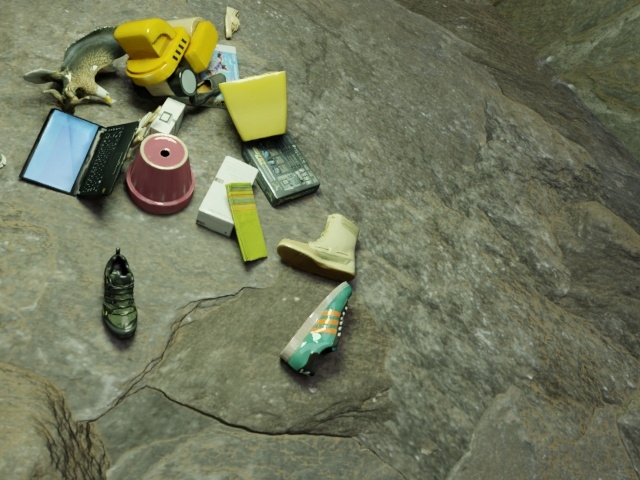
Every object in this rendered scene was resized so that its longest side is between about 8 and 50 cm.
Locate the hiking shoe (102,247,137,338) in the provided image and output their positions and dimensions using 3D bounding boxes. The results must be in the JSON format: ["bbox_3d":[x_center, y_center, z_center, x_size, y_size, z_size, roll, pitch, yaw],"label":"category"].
[{"bbox_3d":[-0.518,0.135,1.250,0.086,0.114,0.227,-8,65,-25],"label":"hiking shoe"}]

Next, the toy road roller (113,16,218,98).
[{"bbox_3d":[-0.493,-0.620,1.542,0.202,0.241,0.330,5,62,22],"label":"toy road roller"}]

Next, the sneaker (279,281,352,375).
[{"bbox_3d":[0.016,0.254,1.406,0.121,0.108,0.302,40,63,3],"label":"sneaker"}]

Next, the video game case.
[{"bbox_3d":[-0.418,-0.600,1.758,0.244,0.061,0.270,0,62,-21],"label":"video game case"}]

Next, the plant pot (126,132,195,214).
[{"bbox_3d":[-0.463,-0.208,1.435,0.201,0.180,0.202,10,57,-16],"label":"plant pot"}]

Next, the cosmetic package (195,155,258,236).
[{"bbox_3d":[-0.289,-0.140,1.524,0.117,0.085,0.231,22,54,-9],"label":"cosmetic package"}]

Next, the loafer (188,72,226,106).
[{"bbox_3d":[-0.375,-0.521,1.656,0.062,0.061,0.170,36,59,-3],"label":"loafer"}]

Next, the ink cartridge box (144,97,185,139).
[{"bbox_3d":[-0.496,-0.351,1.552,0.060,0.104,0.180,23,56,-11],"label":"ink cartridge box"}]

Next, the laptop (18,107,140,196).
[{"bbox_3d":[-0.671,-0.253,1.365,0.136,0.264,0.235,35,65,-50],"label":"laptop"}]

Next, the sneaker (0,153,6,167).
[{"bbox_3d":[-0.945,-0.216,1.310,0.170,0.075,0.063,-21,71,-30],"label":"sneaker"}]

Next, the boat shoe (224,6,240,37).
[{"bbox_3d":[-0.349,-0.865,1.939,0.059,0.063,0.170,4,59,-13],"label":"boat shoe"}]

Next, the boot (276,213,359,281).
[{"bbox_3d":[0.000,0.000,1.549,0.261,0.095,0.204,19,56,-12],"label":"boot"}]

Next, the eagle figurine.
[{"bbox_3d":[-0.727,-0.518,1.511,0.226,0.225,0.299,9,68,7],"label":"eagle figurine"}]

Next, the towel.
[{"bbox_3d":[-0.218,-0.060,1.469,0.102,0.021,0.238,-14,90,-52],"label":"towel"}]

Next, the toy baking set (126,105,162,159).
[{"bbox_3d":[-0.550,-0.317,1.474,0.030,0.256,0.197,43,71,-30],"label":"toy baking set"}]

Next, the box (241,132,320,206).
[{"bbox_3d":[-0.135,-0.244,1.661,0.183,0.059,0.233,-23,72,-32],"label":"box"}]

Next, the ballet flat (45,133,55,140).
[{"bbox_3d":[-0.727,-0.302,1.464,0.173,0.049,0.058,-16,68,-29],"label":"ballet flat"}]

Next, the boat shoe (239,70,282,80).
[{"bbox_3d":[-0.219,-0.595,1.841,0.177,0.064,0.060,-23,102,-30],"label":"boat shoe"}]

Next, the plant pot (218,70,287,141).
[{"bbox_3d":[-0.207,-0.435,1.625,0.212,0.212,0.188,-13,103,-5],"label":"plant pot"}]
